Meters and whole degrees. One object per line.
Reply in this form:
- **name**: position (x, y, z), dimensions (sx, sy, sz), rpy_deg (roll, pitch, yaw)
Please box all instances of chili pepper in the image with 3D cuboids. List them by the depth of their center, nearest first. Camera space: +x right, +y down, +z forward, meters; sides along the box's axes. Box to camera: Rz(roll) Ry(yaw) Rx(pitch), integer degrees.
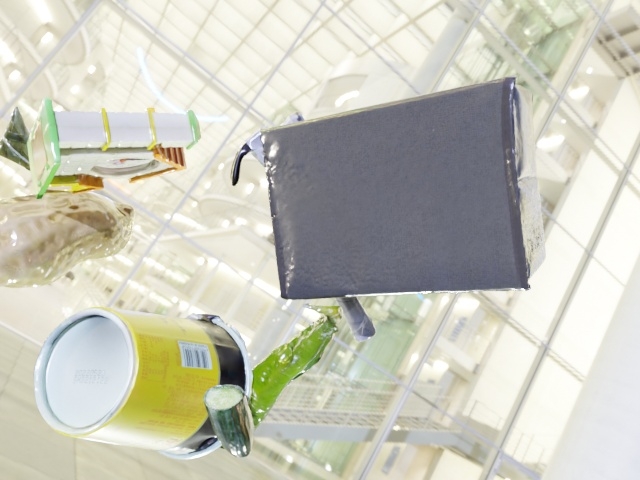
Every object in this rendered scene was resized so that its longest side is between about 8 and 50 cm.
- **chili pepper**: position (-0.071, 0.200, 0.818), dimensions (0.085, 0.359, 0.076), rpy_deg (28, 30, -15)

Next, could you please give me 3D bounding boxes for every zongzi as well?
- **zongzi**: position (-0.631, -0.212, 1.191), dimensions (0.109, 0.119, 0.055), rpy_deg (31, 24, -16)

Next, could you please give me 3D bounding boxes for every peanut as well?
- **peanut**: position (-0.535, -0.006, 1.119), dimensions (0.170, 0.192, 0.387), rpy_deg (35, 27, 18)

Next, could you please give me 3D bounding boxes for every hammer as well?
- **hammer**: position (0.000, 0.000, 0.935), dimensions (0.426, 0.152, 0.044), rpy_deg (59, -2, -20)

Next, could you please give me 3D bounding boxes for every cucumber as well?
- **cucumber**: position (-0.105, 0.218, 0.650), dimensions (0.048, 0.048, 0.105), rpy_deg (20, -48, 38)

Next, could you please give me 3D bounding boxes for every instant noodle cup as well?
- **instant noodle cup**: position (-0.231, 0.182, 0.732), dimensions (0.216, 0.215, 0.236), rpy_deg (24, -9, 26)

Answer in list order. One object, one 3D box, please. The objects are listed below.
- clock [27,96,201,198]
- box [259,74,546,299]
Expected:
- **clock**: position (-0.361, -0.158, 0.973), dimensions (0.255, 0.106, 0.220), rpy_deg (-8, -6, -34)
- **box**: position (0.122, -0.062, 0.772), dimensions (0.346, 0.251, 0.204), rpy_deg (-4, 6, 29)
